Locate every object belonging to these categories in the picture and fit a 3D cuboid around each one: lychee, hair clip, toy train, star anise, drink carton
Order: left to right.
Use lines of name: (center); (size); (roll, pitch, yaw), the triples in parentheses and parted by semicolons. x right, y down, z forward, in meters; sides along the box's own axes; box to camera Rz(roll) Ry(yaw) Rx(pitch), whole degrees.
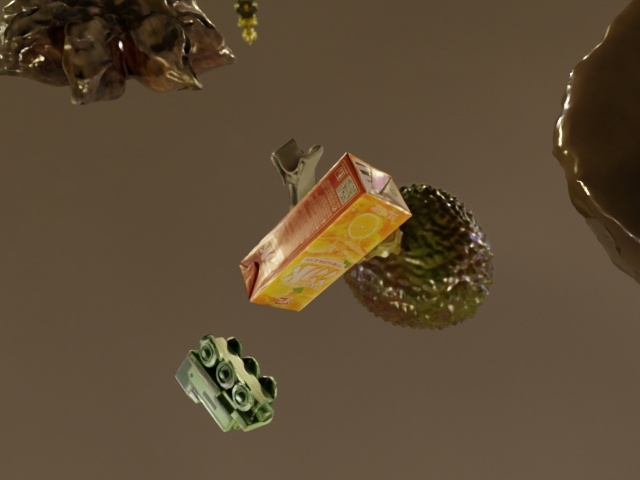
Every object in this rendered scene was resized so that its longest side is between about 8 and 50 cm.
star anise: (-0.279, -0.288, 0.648); (0.331, 0.118, 0.332); (9, -139, -8)
toy train: (-0.069, 0.109, 0.348); (0.083, 0.053, 0.033); (42, -164, 29)
hair clip: (-0.017, -0.063, 0.769); (0.071, 0.219, 0.159); (30, -128, 30)
drink carton: (0.000, 0.000, 0.604); (0.096, 0.223, 0.071); (18, -141, -42)
lychee: (0.166, 0.031, 0.831); (0.269, 0.320, 0.270); (-24, -148, 16)

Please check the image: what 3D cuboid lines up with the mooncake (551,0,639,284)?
mooncake: (0.351, -0.066, 0.315); (0.324, 0.187, 0.324); (-22, -125, 34)
